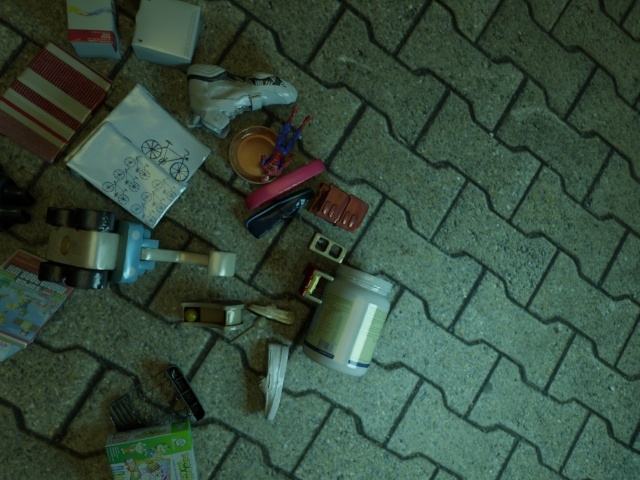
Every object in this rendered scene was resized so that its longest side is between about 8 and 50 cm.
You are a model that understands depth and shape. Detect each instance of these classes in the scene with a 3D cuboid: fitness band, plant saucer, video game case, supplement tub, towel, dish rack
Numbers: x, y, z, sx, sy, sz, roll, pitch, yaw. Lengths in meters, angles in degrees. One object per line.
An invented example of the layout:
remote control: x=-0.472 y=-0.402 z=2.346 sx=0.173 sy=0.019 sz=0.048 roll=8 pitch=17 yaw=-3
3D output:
fitness band: x=-0.118 y=-0.187 z=1.494 sx=0.291 sy=0.209 sz=0.054 roll=-30 pitch=95 yaw=-12
plant saucer: x=-0.215 y=-0.293 z=1.560 sx=0.200 sy=0.037 sz=0.200 roll=0 pitch=91 yaw=-14
video game case: x=-0.867 y=0.159 z=1.311 sx=0.204 sy=0.285 sz=0.025 roll=27 pitch=125 yaw=-12
supplement tub: x=0.097 y=0.266 z=1.532 sx=0.235 sy=0.235 sz=0.324 roll=22 pitch=85 yaw=-12
towel: x=-0.843 y=-0.433 z=1.417 sx=0.237 sy=0.037 sz=0.329 roll=35 pitch=81 yaw=-9
dish rack: x=-0.536 y=0.547 z=1.468 sx=0.272 sy=0.074 sz=0.208 roll=-30 pitch=96 yaw=-11

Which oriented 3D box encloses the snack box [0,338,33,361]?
snack box: x=-0.943 y=0.260 z=1.304 sx=0.174 sy=0.207 sz=0.070 roll=28 pitch=87 yaw=-12

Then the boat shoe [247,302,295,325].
boat shoe: x=-0.167 y=0.245 z=1.565 sx=0.170 sy=0.063 sz=0.059 roll=21 pitch=71 yaw=-11

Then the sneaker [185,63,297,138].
sneaker: x=-0.266 y=-0.445 z=1.498 sx=0.366 sy=0.137 sz=0.210 roll=8 pitch=87 yaw=-8

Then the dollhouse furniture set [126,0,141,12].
dollhouse furniture set: x=-0.558 y=-0.835 z=1.405 sx=0.101 sy=0.182 sz=0.161 roll=43 pitch=81 yaw=-10

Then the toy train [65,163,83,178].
toy train: x=-0.699 y=-0.235 z=1.428 sx=0.184 sy=0.080 sz=0.105 roll=15 pitch=82 yaw=-16

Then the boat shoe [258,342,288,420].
boat shoe: x=-0.173 y=0.481 z=1.552 sx=0.084 sy=0.095 sz=0.258 roll=12 pitch=77 yaw=-9

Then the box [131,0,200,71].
box: x=-0.490 y=-0.667 z=1.454 sx=0.182 sy=0.119 sz=0.181 roll=12 pitch=88 yaw=-13

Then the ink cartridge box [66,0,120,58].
ink cartridge box: x=-0.701 y=-0.674 z=1.400 sx=0.127 sy=0.128 sz=0.176 roll=-4 pitch=91 yaw=-13

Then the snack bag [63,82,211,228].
snack bag: x=-0.552 y=-0.264 z=1.427 sx=0.323 sy=0.037 sz=0.342 roll=43 pitch=73 yaw=-25

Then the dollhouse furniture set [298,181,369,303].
dollhouse furniture set: x=0.000 y=0.000 z=1.536 sx=0.152 sy=0.201 sz=0.374 roll=27 pitch=90 yaw=-12

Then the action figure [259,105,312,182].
action figure: x=-0.122 y=-0.316 z=1.498 sx=0.091 sy=0.139 sz=0.280 roll=30 pitch=86 yaw=-11

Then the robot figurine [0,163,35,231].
robot figurine: x=-0.999 y=-0.115 z=1.306 sx=0.278 sy=0.209 sz=0.173 roll=6 pitch=124 yaw=-13

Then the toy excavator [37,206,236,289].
toy excavator: x=-0.548 y=0.035 z=1.402 sx=0.433 sy=0.445 sz=0.222 roll=6 pitch=89 yaw=31

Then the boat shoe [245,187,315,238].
boat shoe: x=-0.130 y=-0.094 z=1.561 sx=0.258 sy=0.109 sz=0.089 roll=-28 pitch=104 yaw=5

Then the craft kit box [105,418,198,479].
craft kit box: x=-0.528 y=0.703 z=1.438 sx=0.247 sy=0.061 sz=0.249 roll=-8 pitch=114 yaw=-15

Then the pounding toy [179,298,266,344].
pounding toy: x=-0.319 y=0.272 z=1.453 sx=0.270 sy=0.154 sz=0.154 roll=1 pitch=90 yaw=4
